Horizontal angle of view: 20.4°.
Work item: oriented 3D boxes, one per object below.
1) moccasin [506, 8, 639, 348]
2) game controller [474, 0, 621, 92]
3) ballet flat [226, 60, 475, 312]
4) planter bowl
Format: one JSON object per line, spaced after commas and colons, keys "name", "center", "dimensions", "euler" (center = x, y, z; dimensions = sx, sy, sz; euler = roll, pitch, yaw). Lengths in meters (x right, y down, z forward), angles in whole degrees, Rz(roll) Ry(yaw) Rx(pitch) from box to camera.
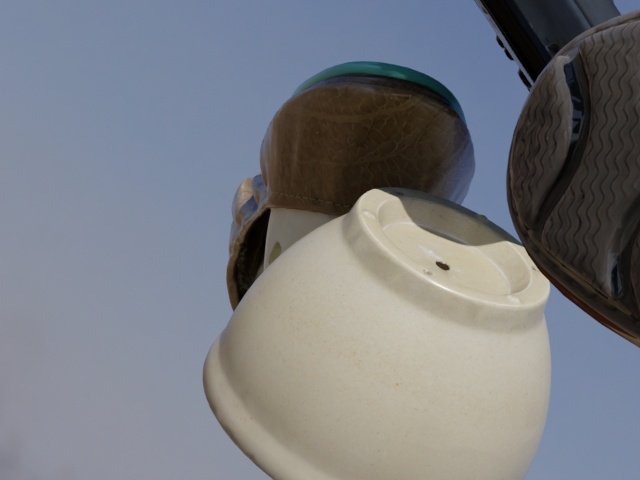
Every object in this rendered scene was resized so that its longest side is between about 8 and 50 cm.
{"name": "moccasin", "center": [0.235, -0.003, 0.522], "dimensions": [0.380, 0.139, 0.147], "euler": [2, -6, 31]}
{"name": "game controller", "center": [0.051, -0.162, 0.805], "dimensions": [0.319, 0.067, 0.166], "euler": [52, 0, -28]}
{"name": "ballet flat", "center": [0.000, 0.000, 1.000], "dimensions": [0.116, 0.124, 0.342], "euler": [19, -12, -10]}
{"name": "planter bowl", "center": [0.039, 0.044, 0.817], "dimensions": [0.162, 0.109, 0.162], "euler": [20, 25, -10]}
